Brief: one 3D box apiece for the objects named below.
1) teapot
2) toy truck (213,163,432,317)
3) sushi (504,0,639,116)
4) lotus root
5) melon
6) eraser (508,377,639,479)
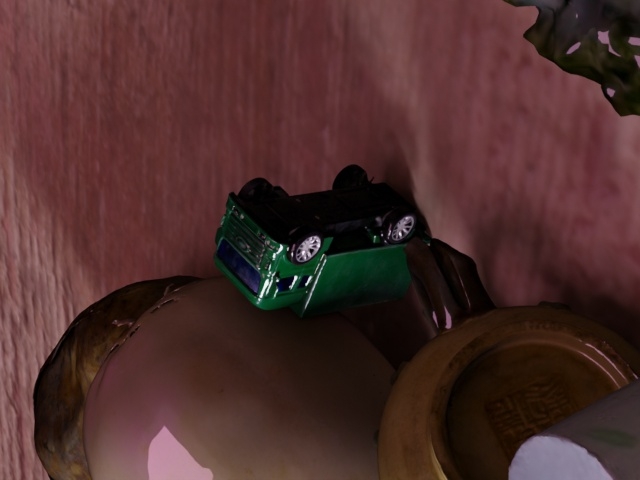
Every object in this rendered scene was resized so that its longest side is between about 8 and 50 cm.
[{"bbox_3d":[0.114,0.124,0.797,0.182,0.173,0.269,83,162,-63],"label":"teapot"},{"bbox_3d":[0.000,0.000,0.879,0.065,0.147,0.079,42,123,33],"label":"toy truck"},{"bbox_3d":[0.198,-0.168,0.497,0.352,0.178,0.294,31,133,38],"label":"sushi"},{"bbox_3d":[-0.148,0.126,1.145,0.275,0.152,0.160,-40,75,46],"label":"lotus root"},{"bbox_3d":[-0.026,0.165,0.926,0.317,0.223,0.223,51,144,-1],"label":"melon"},{"bbox_3d":[0.184,0.124,0.622,0.081,0.227,0.174,31,130,42],"label":"eraser"}]
